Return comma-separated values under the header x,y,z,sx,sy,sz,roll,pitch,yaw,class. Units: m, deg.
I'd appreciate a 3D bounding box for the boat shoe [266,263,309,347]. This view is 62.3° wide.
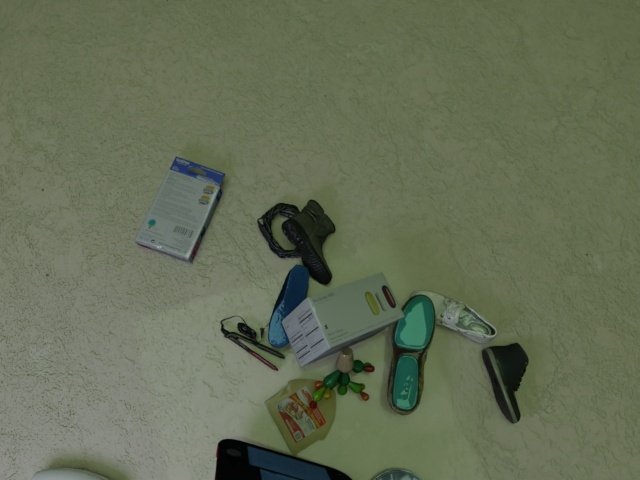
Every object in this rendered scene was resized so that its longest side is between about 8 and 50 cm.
x,y,z,sx,sy,sz,roll,pitch,yaw,class
-0.088,0.204,1.599,0.109,0.089,0.258,26,68,-6,boat shoe

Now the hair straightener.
x,y,z,sx,sy,sz,roll,pitch,yaw,class
-0.202,0.295,1.591,0.230,0.047,0.089,30,74,13,hair straightener

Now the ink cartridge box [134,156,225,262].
x,y,z,sx,sy,sz,roll,pitch,yaw,class
-0.441,-0.101,1.698,0.185,0.065,0.311,19,75,5,ink cartridge box

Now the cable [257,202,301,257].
x,y,z,sx,sy,sz,roll,pitch,yaw,class
-0.106,-0.029,1.695,0.150,0.047,0.184,-31,79,-19,cable

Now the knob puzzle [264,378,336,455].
x,y,z,sx,sy,sz,roll,pitch,yaw,class
-0.041,0.489,1.531,0.213,0.030,0.213,4,76,-14,knob puzzle

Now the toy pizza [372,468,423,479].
x,y,z,sx,sy,sz,roll,pitch,yaw,class
0.216,0.739,1.458,0.201,0.032,0.201,0,71,-1,toy pizza

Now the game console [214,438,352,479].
x,y,z,sx,sy,sz,roll,pitch,yaw,class
-0.075,0.599,1.311,0.386,0.342,0.060,19,79,-8,game console

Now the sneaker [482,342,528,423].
x,y,z,sx,sy,sz,roll,pitch,yaw,class
0.567,0.410,1.543,0.118,0.083,0.222,-12,72,-5,sneaker

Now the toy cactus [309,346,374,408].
x,y,z,sx,sy,sz,roll,pitch,yaw,class
0.068,0.382,1.487,0.218,0.181,0.112,-14,38,-23,toy cactus

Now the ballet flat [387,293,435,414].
x,y,z,sx,sy,sz,roll,pitch,yaw,class
0.259,0.332,1.548,0.123,0.123,0.349,12,69,3,ballet flat

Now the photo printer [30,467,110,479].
x,y,z,sx,sy,sz,roll,pitch,yaw,class
-0.677,0.769,1.391,0.255,0.107,0.308,12,73,3,photo printer

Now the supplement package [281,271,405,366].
x,y,z,sx,sy,sz,roll,pitch,yaw,class
0.061,0.220,1.486,0.261,0.204,0.145,-16,72,-32,supplement package

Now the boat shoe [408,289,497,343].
x,y,z,sx,sy,sz,roll,pitch,yaw,class
0.403,0.219,1.594,0.277,0.096,0.098,24,74,6,boat shoe

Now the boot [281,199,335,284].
x,y,z,sx,sy,sz,roll,pitch,yaw,class
0.000,0.000,1.658,0.161,0.083,0.247,-38,100,-38,boot
